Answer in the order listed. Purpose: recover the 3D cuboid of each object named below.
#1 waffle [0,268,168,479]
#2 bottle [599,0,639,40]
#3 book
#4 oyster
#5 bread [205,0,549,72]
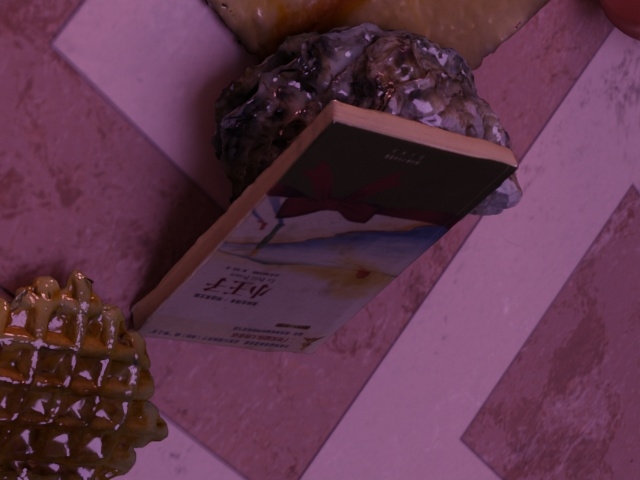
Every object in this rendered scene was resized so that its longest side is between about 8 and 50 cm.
[{"bbox_3d":[-0.227,0.134,1.216,0.214,0.054,0.208,-34,130,-20],"label":"waffle"},{"bbox_3d":[0.400,-0.277,1.540,0.297,0.173,0.206,-6,79,-38],"label":"bottle"},{"bbox_3d":[0.000,0.000,1.261,0.201,0.026,0.289,10,138,-39],"label":"book"},{"bbox_3d":[0.045,-0.083,1.275,0.267,0.112,0.198,-10,132,-12],"label":"oyster"},{"bbox_3d":[0.079,-0.265,1.220,0.345,0.242,0.405,36,78,-41],"label":"bread"}]
